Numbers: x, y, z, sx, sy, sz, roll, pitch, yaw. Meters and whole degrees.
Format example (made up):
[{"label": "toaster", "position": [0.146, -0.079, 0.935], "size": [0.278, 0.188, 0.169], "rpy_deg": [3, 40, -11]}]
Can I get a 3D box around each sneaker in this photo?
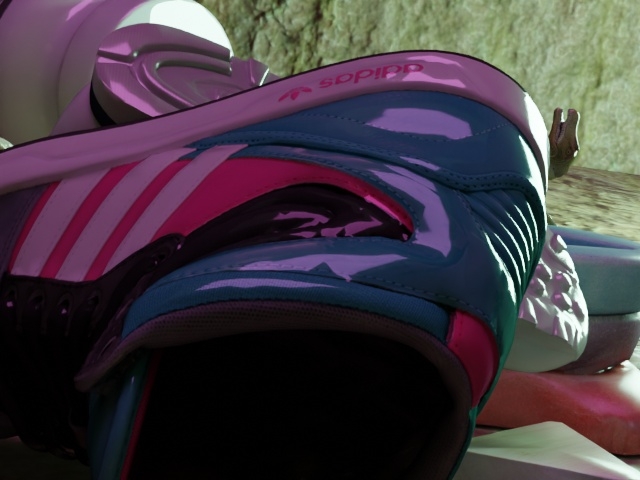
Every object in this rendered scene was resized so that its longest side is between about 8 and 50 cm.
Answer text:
[{"label": "sneaker", "position": [-0.064, 0.051, 0.483], "size": [0.295, 0.124, 0.178], "rpy_deg": [-19, 31, 20]}, {"label": "sneaker", "position": [0.000, 0.000, 0.604], "size": [0.235, 0.095, 0.090], "rpy_deg": [27, 32, -11]}]

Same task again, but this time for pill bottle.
[{"label": "pill bottle", "position": [-0.265, -0.157, 1.363], "size": [0.363, 0.210, 0.210], "rpy_deg": [15, 11, 39]}]

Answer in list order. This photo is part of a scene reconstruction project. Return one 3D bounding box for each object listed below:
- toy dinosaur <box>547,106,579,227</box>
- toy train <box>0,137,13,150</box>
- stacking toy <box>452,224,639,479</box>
[{"label": "toy dinosaur", "position": [0.091, -0.003, 0.847], "size": [0.093, 0.183, 0.053], "rpy_deg": [24, 43, 8]}, {"label": "toy train", "position": [-0.259, -0.052, 1.070], "size": [0.143, 0.105, 0.248], "rpy_deg": [26, 18, 35]}, {"label": "stacking toy", "position": [0.024, 0.020, 0.697], "size": [0.309, 0.130, 0.279], "rpy_deg": [7, 8, 1]}]
